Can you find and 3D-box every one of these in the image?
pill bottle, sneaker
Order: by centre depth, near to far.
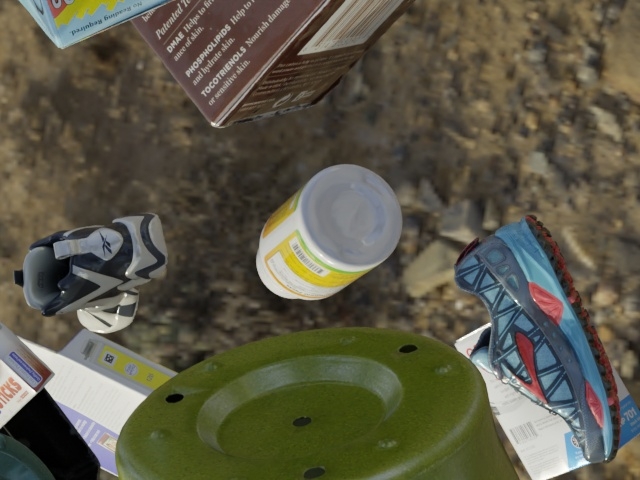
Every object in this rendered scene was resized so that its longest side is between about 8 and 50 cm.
[{"bbox_3d":[0.215,0.110,1.490,0.125,0.104,0.262,-23,95,15],"label":"sneaker"},{"bbox_3d":[-0.276,0.045,1.663,0.235,0.153,0.094,-36,63,59],"label":"sneaker"},{"bbox_3d":[0.000,0.000,1.931,0.245,0.136,0.136,142,123,-65],"label":"pill bottle"}]

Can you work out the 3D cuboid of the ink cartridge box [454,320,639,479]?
[{"bbox_3d":[0.261,0.164,1.702,0.139,0.082,0.191,-34,83,51],"label":"ink cartridge box"}]

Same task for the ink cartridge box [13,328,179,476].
[{"bbox_3d":[-0.326,0.237,2.174,0.072,0.307,0.303,-65,7,-33],"label":"ink cartridge box"}]

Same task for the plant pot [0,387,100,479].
[{"bbox_3d":[-0.362,0.251,1.606,0.167,0.188,0.187,-31,17,4],"label":"plant pot"}]

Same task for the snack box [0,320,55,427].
[{"bbox_3d":[-0.231,0.097,1.013,0.064,0.022,0.178,44,149,-5],"label":"snack box"}]

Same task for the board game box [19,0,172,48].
[{"bbox_3d":[-0.153,-0.281,0.870,0.144,0.142,0.275,46,157,48],"label":"board game box"}]

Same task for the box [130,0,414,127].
[{"bbox_3d":[-0.053,-0.226,1.198,0.203,0.168,0.167,51,121,11],"label":"box"}]

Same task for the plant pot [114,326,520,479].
[{"bbox_3d":[0.015,0.259,0.992,0.366,0.366,0.353,11,119,46],"label":"plant pot"}]

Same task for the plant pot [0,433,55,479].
[{"bbox_3d":[-0.348,0.282,1.336,0.196,0.293,0.293,-29,65,30],"label":"plant pot"}]
